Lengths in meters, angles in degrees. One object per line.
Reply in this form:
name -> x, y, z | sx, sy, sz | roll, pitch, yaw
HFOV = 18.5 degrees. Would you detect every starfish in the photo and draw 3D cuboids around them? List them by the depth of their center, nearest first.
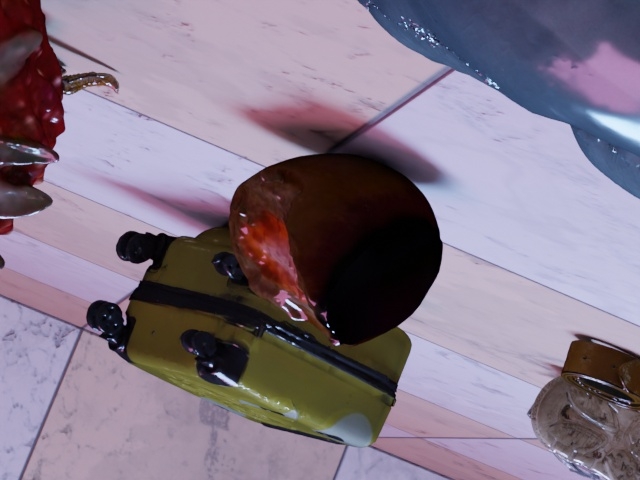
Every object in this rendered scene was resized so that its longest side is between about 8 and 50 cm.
starfish -> -0.201, -0.115, 1.251 | 0.130, 0.041, 0.133 | 19, 170, 21

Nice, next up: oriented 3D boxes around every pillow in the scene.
pillow -> 0.113, -0.061, 0.734 | 0.233, 0.086, 0.214 | 28, 174, -27

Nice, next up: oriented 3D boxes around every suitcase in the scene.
suitcase -> -0.050, 0.075, 1.681 | 0.235, 0.143, 0.194 | 29, 167, -36

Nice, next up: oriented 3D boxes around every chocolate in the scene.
chocolate -> 0.000, 0.000, 1.221 | 0.127, 0.124, 0.133 | -5, -144, -47

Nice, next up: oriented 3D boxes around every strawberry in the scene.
strawberry -> -0.232, -0.130, 1.077 | 0.233, 0.138, 0.306 | 49, -177, -30

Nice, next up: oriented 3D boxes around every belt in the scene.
belt -> 0.232, 0.106, 1.557 | 0.083, 0.036, 0.059 | 26, 163, -25

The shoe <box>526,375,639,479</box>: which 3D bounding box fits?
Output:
shoe -> 0.267, 0.187, 1.774 | 0.180, 0.089, 0.092 | 25, 170, -2
